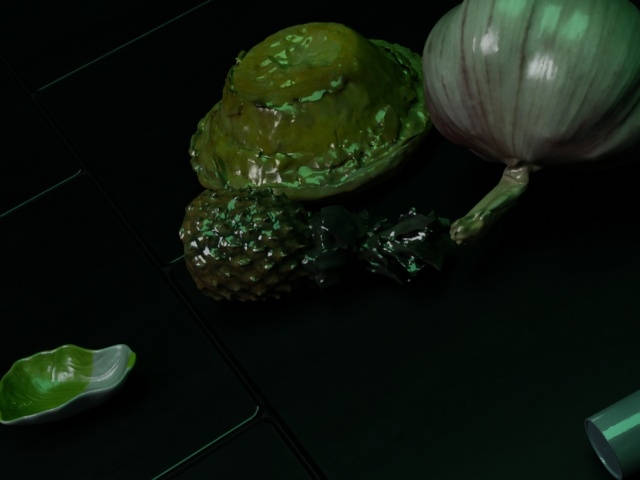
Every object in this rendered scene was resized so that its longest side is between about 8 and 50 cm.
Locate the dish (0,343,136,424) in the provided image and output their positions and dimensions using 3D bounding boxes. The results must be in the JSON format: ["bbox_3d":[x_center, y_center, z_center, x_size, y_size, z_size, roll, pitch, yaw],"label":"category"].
[{"bbox_3d":[-0.229,0.138,0.982,0.137,0.039,0.091,-13,35,8],"label":"dish"}]

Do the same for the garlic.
[{"bbox_3d":[0.186,-0.102,0.961,0.245,0.245,0.253,16,74,36],"label":"garlic"}]

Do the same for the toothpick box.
[{"bbox_3d":[0.241,0.133,0.774,0.083,0.052,0.052,-26,39,-6],"label":"toothpick box"}]

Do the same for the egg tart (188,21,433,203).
[{"bbox_3d":[-0.014,-0.154,1.168,0.295,0.116,0.294,-13,38,10],"label":"egg tart"}]

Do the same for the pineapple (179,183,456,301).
[{"bbox_3d":[0.000,0.000,0.998,0.251,0.125,0.125,-2,42,14],"label":"pineapple"}]
